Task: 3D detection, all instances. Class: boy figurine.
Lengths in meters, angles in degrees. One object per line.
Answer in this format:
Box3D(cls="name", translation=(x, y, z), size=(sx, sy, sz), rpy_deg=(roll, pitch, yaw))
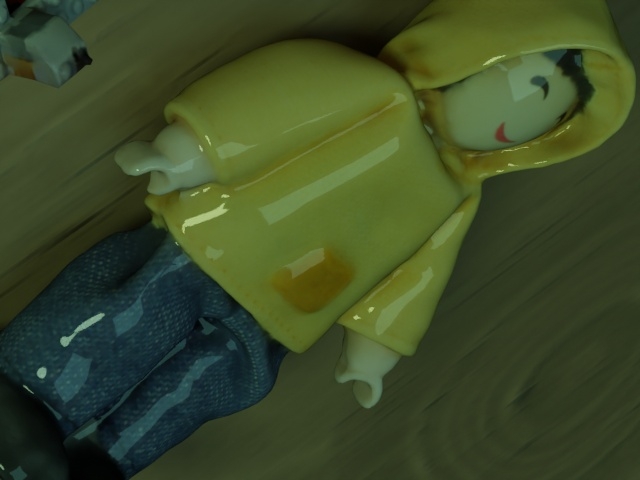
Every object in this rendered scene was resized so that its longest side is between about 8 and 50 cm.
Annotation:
Box3D(cls="boy figurine", translation=(0.000, 0.000, 0.682), size=(0.285, 0.092, 0.177), rpy_deg=(-37, 133, -3))

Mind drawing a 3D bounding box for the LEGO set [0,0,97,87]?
Box3D(cls="LEGO set", translation=(-0.175, -0.114, 0.348), size=(0.255, 0.192, 0.331), rpy_deg=(-40, 136, -42))
